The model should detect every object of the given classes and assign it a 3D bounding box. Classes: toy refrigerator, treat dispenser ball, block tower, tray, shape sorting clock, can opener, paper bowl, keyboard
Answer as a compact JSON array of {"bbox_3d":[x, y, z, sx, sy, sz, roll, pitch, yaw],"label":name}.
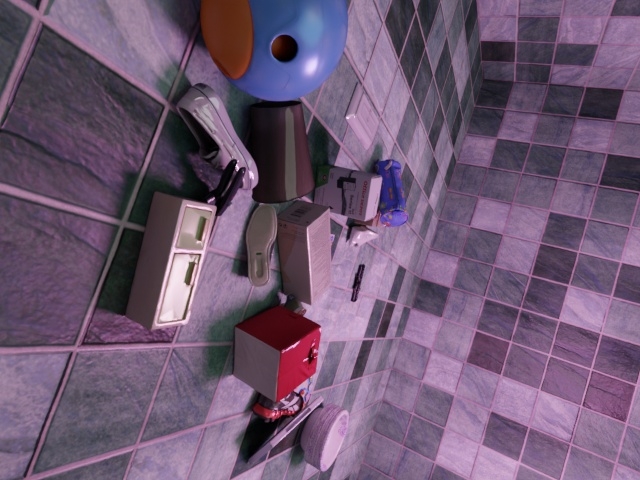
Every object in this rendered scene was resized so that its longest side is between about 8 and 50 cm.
[{"bbox_3d":[-0.312,0.043,0.854,0.102,0.094,0.270,10,96,-63],"label":"toy refrigerator"},{"bbox_3d":[-0.089,-0.428,0.799,0.288,0.288,0.288,-40,138,-48],"label":"treat dispenser ball"},{"bbox_3d":[0.271,-0.112,1.889,0.335,0.097,0.091,-2,107,-63],"label":"block tower"},{"bbox_3d":[0.173,-0.471,1.568,0.270,0.030,0.145,32,75,-63],"label":"tray"},{"bbox_3d":[-0.083,0.629,1.686,0.206,0.040,0.206,-40,139,-48],"label":"shape sorting clock"},{"bbox_3d":[-0.213,-0.110,0.904,0.186,0.059,0.073,-40,-165,41],"label":"can opener"},{"bbox_3d":[0.011,0.913,1.910,0.284,0.148,0.284,-38,136,-49],"label":"paper bowl"},{"bbox_3d":[0.193,0.217,1.988,0.100,0.038,0.192,-4,107,-62],"label":"keyboard"}]

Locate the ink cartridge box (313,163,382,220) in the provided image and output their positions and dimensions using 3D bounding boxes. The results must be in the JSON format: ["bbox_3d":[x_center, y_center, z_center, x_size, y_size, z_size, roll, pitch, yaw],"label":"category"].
[{"bbox_3d":[0.090,-0.165,1.381,0.087,0.208,0.153,-24,125,-57],"label":"ink cartridge box"}]

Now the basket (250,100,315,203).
[{"bbox_3d":[-0.103,-0.236,1.044,0.204,0.154,0.227,-39,134,-50],"label":"basket"}]

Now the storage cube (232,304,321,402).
[{"bbox_3d":[-0.133,0.339,1.242,0.193,0.215,0.184,-19,122,-51],"label":"storage cube"}]

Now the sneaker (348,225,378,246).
[{"bbox_3d":[0.185,-0.012,1.820,0.212,0.080,0.094,0,116,-55],"label":"sneaker"}]

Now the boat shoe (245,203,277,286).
[{"bbox_3d":[-0.172,0.011,1.151,0.079,0.084,0.233,-150,-114,-78],"label":"boat shoe"}]

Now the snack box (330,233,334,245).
[{"bbox_3d":[0.000,0.000,1.509,0.178,0.022,0.064,8,97,-63],"label":"snack box"}]

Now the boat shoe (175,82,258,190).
[{"bbox_3d":[-0.224,-0.202,0.887,0.088,0.096,0.268,-53,146,-28],"label":"boat shoe"}]

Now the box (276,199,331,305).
[{"bbox_3d":[-0.048,0.043,1.329,0.148,0.121,0.311,-42,140,-47],"label":"box"}]

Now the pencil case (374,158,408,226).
[{"bbox_3d":[0.304,-0.213,1.740,0.133,0.119,0.306,84,4,-63],"label":"pencil case"}]

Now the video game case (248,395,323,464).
[{"bbox_3d":[-0.126,0.709,1.520,0.285,0.025,0.204,-24,157,-48],"label":"video game case"}]

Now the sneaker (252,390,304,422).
[{"bbox_3d":[-0.133,0.575,1.485,0.276,0.097,0.135,28,81,-58],"label":"sneaker"}]

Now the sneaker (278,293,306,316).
[{"bbox_3d":[-0.114,0.253,1.382,0.064,0.086,0.192,-17,151,-40],"label":"sneaker"}]
